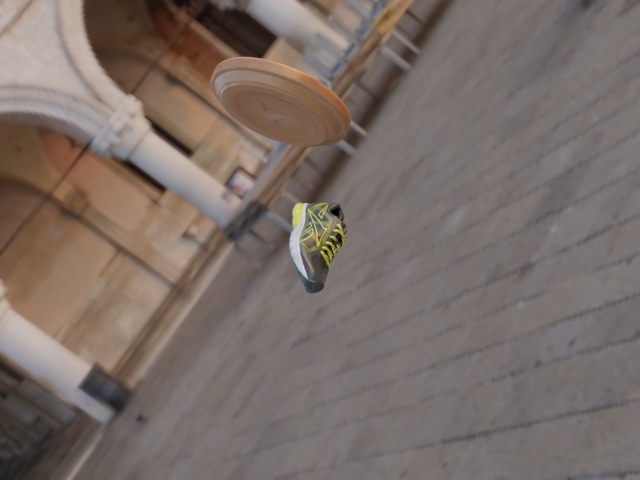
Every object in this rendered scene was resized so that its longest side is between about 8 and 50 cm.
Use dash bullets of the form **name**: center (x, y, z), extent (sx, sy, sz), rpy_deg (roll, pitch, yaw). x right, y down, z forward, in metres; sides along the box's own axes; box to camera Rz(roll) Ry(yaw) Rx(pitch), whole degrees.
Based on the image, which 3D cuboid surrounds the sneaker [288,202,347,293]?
- **sneaker**: center (0.000, 0.000, 0.723), extent (0.035, 0.031, 0.083), rpy_deg (-15, 40, 10)

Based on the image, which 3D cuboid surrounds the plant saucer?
- **plant saucer**: center (-0.024, -0.076, 0.634), extent (0.083, 0.083, 0.013), rpy_deg (-33, 34, 66)
